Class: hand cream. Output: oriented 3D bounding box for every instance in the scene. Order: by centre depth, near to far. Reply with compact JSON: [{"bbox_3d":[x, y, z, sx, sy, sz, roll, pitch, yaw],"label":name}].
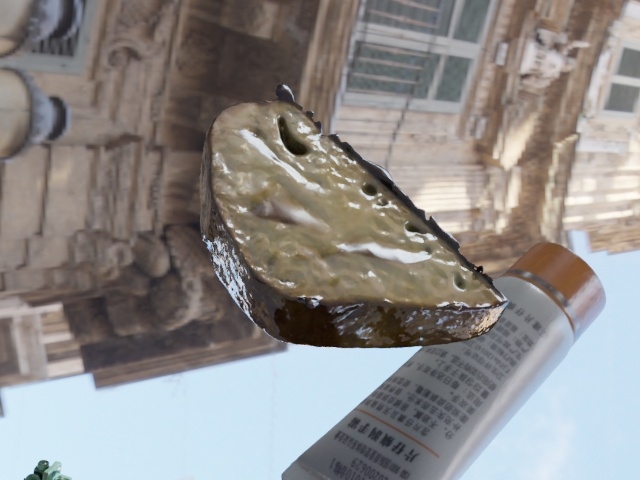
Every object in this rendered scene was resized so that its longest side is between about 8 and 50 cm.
[{"bbox_3d":[0.118,0.126,0.981,0.139,0.314,0.089,27,-35,46],"label":"hand cream"}]

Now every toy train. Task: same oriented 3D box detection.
[{"bbox_3d":[-0.277,0.266,1.201,0.053,0.033,0.083,15,-74,13],"label":"toy train"}]

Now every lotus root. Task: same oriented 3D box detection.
[{"bbox_3d":[0.000,0.000,0.910,0.261,0.170,0.074,48,-38,19],"label":"lotus root"}]
